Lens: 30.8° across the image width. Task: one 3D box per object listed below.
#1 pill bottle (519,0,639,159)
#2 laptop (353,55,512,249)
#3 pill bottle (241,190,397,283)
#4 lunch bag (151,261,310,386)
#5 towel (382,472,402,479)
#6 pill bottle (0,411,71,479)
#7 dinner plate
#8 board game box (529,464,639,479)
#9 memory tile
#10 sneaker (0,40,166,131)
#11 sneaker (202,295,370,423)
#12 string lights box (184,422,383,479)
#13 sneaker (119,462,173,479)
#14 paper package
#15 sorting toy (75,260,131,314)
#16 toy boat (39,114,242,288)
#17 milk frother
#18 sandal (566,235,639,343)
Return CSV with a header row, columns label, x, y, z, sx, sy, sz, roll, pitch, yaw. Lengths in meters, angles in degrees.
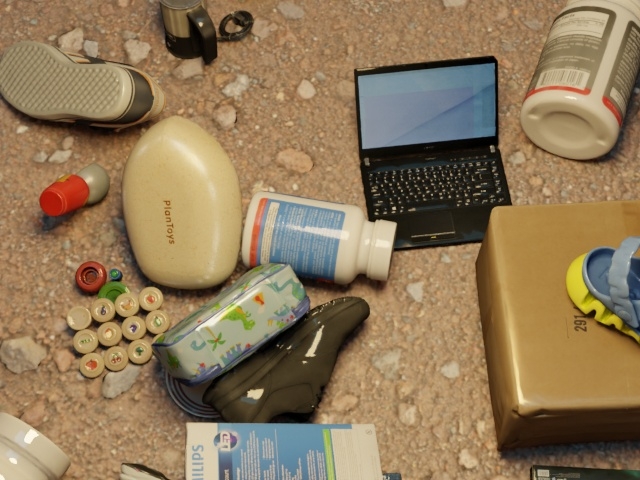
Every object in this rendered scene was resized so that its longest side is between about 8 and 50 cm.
label,x,y,z,sx,sy,sz,roll,pitch,yaw
pill bottle,0.440,-0.288,1.898,0.161,0.161,0.283,19,63,10
laptop,0.182,-0.137,1.831,0.234,0.136,0.264,-6,61,-2
pill bottle,0.000,0.000,1.764,0.222,0.124,0.124,10,62,6
lunch bag,-0.128,0.118,1.657,0.219,0.176,0.090,-35,99,-20
towel,0.089,0.381,1.609,0.067,0.029,0.119,-6,61,-4
pill bottle,-0.462,0.370,1.549,0.153,0.153,0.264,29,66,15
dinner plate,-0.158,0.197,1.718,0.141,0.017,0.141,0,60,0
board game box,0.386,0.379,1.610,0.186,0.026,0.126,3,62,2
memory tile,-0.297,0.136,1.737,0.148,0.012,0.113,-15,79,-7
sneaker,-0.394,-0.246,1.912,0.321,0.127,0.126,19,97,35
sneaker,-0.031,0.188,1.685,0.286,0.109,0.130,-36,87,-20
string lights box,-0.052,0.316,1.556,0.260,0.076,0.133,2,40,-7
sneaker,-0.203,0.372,1.606,0.178,0.072,0.077,20,85,10
paper package,0.393,0.121,1.672,0.310,0.168,0.324,-2,61,-3
sorting toy,-0.327,0.070,1.781,0.102,0.042,0.061,42,85,8
toy boat,-0.262,-0.067,1.773,0.318,0.267,0.148,7,20,17
milk frother,-0.194,-0.390,1.972,0.129,0.134,0.143,33,66,16
sandal,0.471,0.101,1.515,0.317,0.138,0.126,33,64,13
